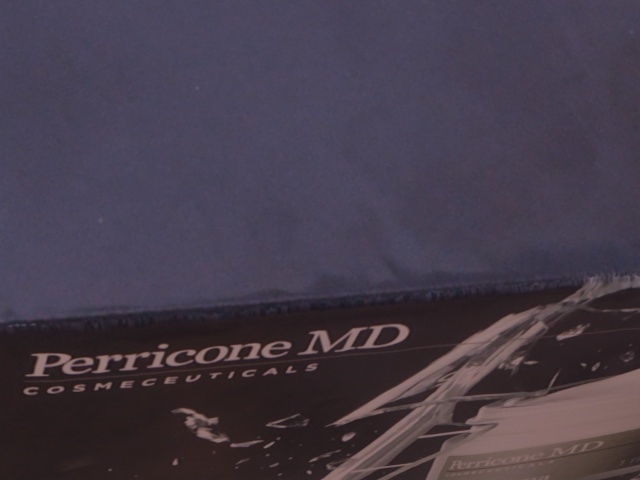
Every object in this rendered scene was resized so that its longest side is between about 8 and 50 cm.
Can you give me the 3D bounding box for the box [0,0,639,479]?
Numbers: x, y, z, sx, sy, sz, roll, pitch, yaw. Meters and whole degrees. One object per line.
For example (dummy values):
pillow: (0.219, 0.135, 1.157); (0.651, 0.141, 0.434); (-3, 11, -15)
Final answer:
box: (0.000, 0.000, 0.995); (0.479, 0.297, 0.472); (-5, -27, -19)
